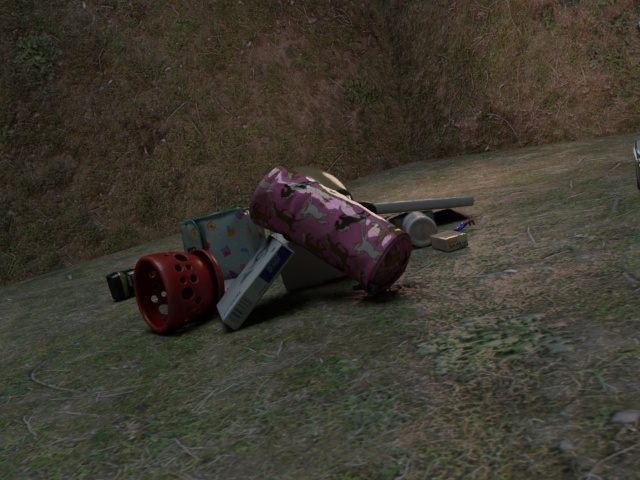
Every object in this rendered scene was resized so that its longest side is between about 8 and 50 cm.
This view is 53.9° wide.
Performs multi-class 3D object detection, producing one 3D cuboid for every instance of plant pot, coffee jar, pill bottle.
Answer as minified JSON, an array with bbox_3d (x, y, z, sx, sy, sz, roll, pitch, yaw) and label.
[{"bbox_3d":[0.002,-0.106,2.094,0.284,0.284,0.191,-22,20,-40],"label":"plant pot"},{"bbox_3d":[-0.620,0.132,2.118,0.184,0.096,0.079,-20,9,-30],"label":"coffee jar"},{"bbox_3d":[0.283,-0.037,1.824,0.087,0.087,0.160,-13,9,3],"label":"pill bottle"},{"bbox_3d":[-0.346,0.118,1.564,0.174,0.191,0.191,-10,5,-41],"label":"plant pot"}]

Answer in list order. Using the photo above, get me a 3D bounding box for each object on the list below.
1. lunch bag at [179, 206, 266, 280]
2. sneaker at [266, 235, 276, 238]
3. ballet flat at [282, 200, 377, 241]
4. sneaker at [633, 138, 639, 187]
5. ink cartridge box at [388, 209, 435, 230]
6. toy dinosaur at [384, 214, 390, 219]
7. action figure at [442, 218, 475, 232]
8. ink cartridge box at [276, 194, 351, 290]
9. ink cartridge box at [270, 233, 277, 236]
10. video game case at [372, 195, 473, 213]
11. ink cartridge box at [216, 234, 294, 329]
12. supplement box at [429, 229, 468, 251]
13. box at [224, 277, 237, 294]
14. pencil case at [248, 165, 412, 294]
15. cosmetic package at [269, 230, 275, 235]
[{"bbox_3d":[-0.298,0.025,1.885,0.262,0.224,0.160,-11,3,20],"label":"lunch bag"},{"bbox_3d":[-0.125,0.026,2.025,0.235,0.095,0.090,-13,8,-6],"label":"sneaker"},{"bbox_3d":[0.020,-0.056,1.590,0.249,0.084,0.058,-16,36,12],"label":"ballet flat"},{"bbox_3d":[0.972,-0.201,1.735,0.182,0.128,0.315,-5,19,24],"label":"sneaker"},{"bbox_3d":[0.297,-0.061,2.044,0.088,0.052,0.122,-21,10,-38],"label":"ink cartridge box"},{"bbox_3d":[0.149,-0.051,2.198,0.118,0.064,0.268,-3,10,26],"label":"toy dinosaur"},{"bbox_3d":[0.388,-0.028,1.803,0.115,0.030,0.038,-22,6,-16],"label":"action figure"},{"bbox_3d":[0.000,0.000,1.744,0.226,0.131,0.306,-14,20,5],"label":"ink cartridge box"},{"bbox_3d":[-0.158,0.008,2.302,0.224,0.056,0.181,-17,10,-30],"label":"ink cartridge box"},{"bbox_3d":[0.313,-0.115,2.130,0.328,0.036,0.300,-4,2,-4],"label":"video game case"},{"bbox_3d":[-0.164,0.090,1.500,0.223,0.045,0.224,-53,15,-4],"label":"ink cartridge box"},{"bbox_3d":[0.341,0.001,1.675,0.062,0.036,0.098,-16,10,-13],"label":"supplement box"},{"bbox_3d":[-0.299,0.148,1.745,0.186,0.038,0.145,-12,10,14],"label":"box"},{"bbox_3d":[0.016,-0.027,1.445,0.386,0.167,0.160,32,-8,25],"label":"pencil case"},{"bbox_3d":[-0.128,-0.058,2.496,0.060,0.099,0.239,-20,10,-32],"label":"cosmetic package"}]
